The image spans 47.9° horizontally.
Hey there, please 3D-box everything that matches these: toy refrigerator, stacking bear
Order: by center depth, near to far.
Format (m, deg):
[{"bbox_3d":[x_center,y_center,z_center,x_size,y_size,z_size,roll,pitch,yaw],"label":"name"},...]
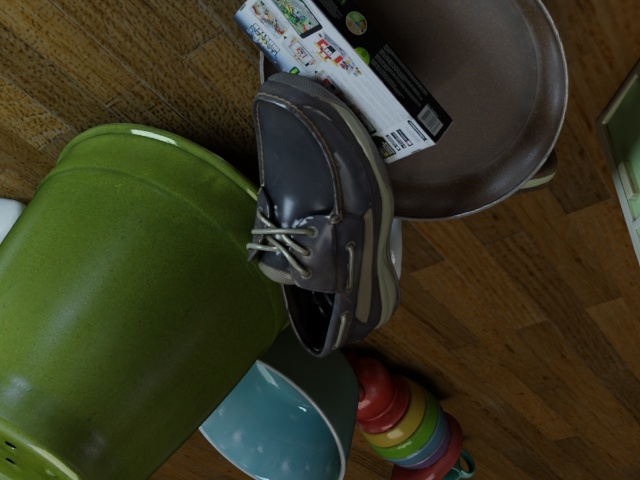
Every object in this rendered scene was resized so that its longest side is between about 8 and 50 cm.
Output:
[{"bbox_3d":[0.373,-0.059,0.748,0.094,0.269,0.102,8,142,-9],"label":"toy refrigerator"},{"bbox_3d":[0.128,0.321,1.341,0.164,0.175,0.289,-29,126,22],"label":"stacking bear"}]

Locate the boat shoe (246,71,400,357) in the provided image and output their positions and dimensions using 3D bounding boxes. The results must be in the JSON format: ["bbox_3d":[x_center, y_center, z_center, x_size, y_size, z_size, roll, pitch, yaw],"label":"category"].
[{"bbox_3d":[-0.002,-0.002,0.757,0.132,0.130,0.355,20,143,38],"label":"boat shoe"}]

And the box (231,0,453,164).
[{"bbox_3d":[0.018,-0.162,0.678,0.207,0.036,0.114,46,154,-15],"label":"box"}]

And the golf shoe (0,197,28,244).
[{"bbox_3d":[-0.532,-0.023,0.942,0.306,0.115,0.140,-7,138,8],"label":"golf shoe"}]

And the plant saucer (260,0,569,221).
[{"bbox_3d":[0.090,-0.160,0.734,0.310,0.050,0.311,11,128,14],"label":"plant saucer"}]

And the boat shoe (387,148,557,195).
[{"bbox_3d":[0.150,-0.081,0.875,0.257,0.095,0.095,4,146,15],"label":"boat shoe"}]

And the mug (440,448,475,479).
[{"bbox_3d":[0.244,0.470,1.569,0.129,0.097,0.158,-28,134,31],"label":"mug"}]

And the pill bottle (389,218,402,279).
[{"bbox_3d":[0.000,0.000,0.953,0.208,0.117,0.117,0,142,2],"label":"pill bottle"}]

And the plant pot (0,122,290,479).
[{"bbox_3d":[-0.252,0.115,0.825,0.366,0.353,0.366,16,137,16],"label":"plant pot"}]

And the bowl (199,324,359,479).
[{"bbox_3d":[-0.060,0.249,1.186,0.311,0.163,0.311,20,133,23],"label":"bowl"}]
